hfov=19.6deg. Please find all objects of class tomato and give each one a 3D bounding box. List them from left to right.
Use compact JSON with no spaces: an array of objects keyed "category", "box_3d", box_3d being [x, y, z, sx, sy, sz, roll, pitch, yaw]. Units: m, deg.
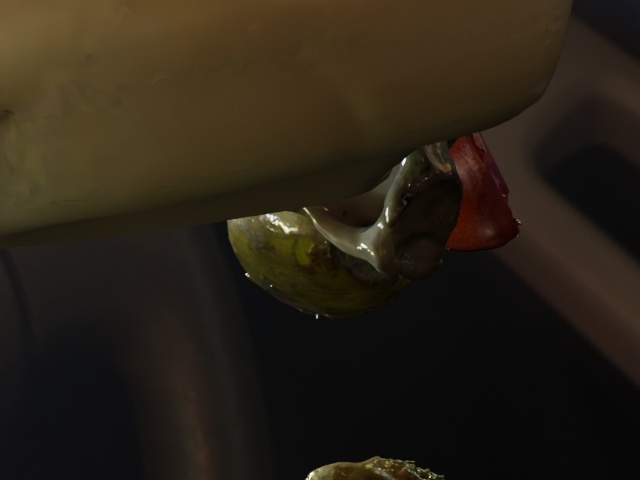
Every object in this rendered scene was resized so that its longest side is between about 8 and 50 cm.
[{"category":"tomato","box_3d":[0.098,-0.065,1.622,0.099,0.173,0.189,-29,23,3]}]

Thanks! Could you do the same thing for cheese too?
[{"category":"cheese","box_3d":[-0.029,-0.071,0.521,0.233,0.127,0.266,-10,0,-16]}]

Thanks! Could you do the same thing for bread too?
[{"category":"bread","box_3d":[0.035,0.169,1.174,0.110,0.066,0.060,-2,40,-14]}]

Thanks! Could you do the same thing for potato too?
[{"category":"potato","box_3d":[0.000,0.000,1.409,0.149,0.113,0.251,27,-1,-2]}]

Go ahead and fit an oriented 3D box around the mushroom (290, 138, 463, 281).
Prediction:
[{"category":"mushroom","box_3d":[0.002,-0.137,1.132,0.292,0.217,0.212,35,22,29]}]
